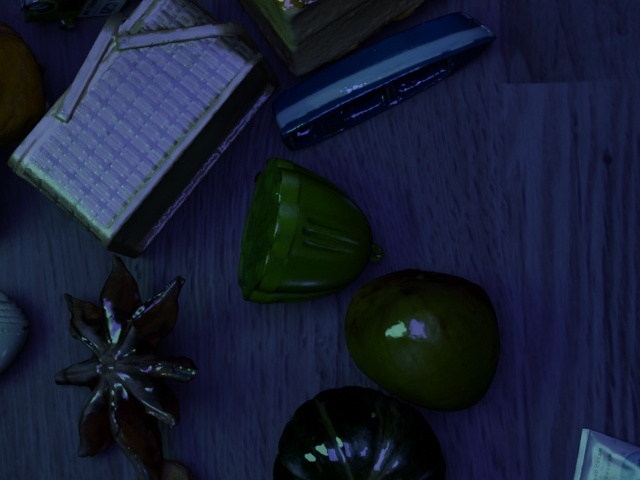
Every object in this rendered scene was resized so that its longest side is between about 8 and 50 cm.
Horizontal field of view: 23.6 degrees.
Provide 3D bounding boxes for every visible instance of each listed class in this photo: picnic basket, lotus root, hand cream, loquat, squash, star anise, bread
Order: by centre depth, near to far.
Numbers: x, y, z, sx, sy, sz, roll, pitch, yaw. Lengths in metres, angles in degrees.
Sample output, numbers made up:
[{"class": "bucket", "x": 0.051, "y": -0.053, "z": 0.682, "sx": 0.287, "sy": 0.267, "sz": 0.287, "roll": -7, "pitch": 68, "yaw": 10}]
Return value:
[{"class": "loquat", "x": -0.427, "y": -0.181, "z": 1.807, "sx": 0.187, "sy": 0.234, "sz": 0.176, "roll": 52, "pitch": 129, "yaw": 32}, {"class": "squash", "x": 0.045, "y": 0.278, "z": 1.829, "sx": 0.218, "sy": 0.172, "sz": 0.218, "roll": 3, "pitch": 116, "yaw": 6}, {"class": "hand cream", "x": 0.381, "y": 0.284, "z": 1.866, "sx": 0.142, "sy": 0.053, "sz": 0.084, "roll": 11, "pitch": 85, "yaw": 17}, {"class": "star anise", "x": -0.234, "y": 0.158, "z": 1.875, "sx": 0.288, "sy": 0.088, "sz": 0.288, "roll": -4, "pitch": 84, "yaw": 46}, {"class": "bread", "x": 0.000, "y": -0.395, "z": 1.880, "sx": 0.279, "sy": 0.207, "sz": 0.279, "roll": -36, "pitch": 71, "yaw": -7}, {"class": "picnic basket", "x": -0.213, "y": -0.154, "z": 1.889, "sx": 0.175, "sy": 0.228, "sz": 0.313, "roll": 39, "pitch": 89, "yaw": 6}, {"class": "lotus root", "x": 0.000, "y": 0.000, "z": 1.891, "sx": 0.186, "sy": 0.186, "sz": 0.186, "roll": -1, "pitch": 83, "yaw": 6}]

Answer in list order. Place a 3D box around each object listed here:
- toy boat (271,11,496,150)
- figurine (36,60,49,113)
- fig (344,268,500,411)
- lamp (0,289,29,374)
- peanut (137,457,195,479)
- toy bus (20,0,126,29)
[{"class": "toy boat", "x": 0.078, "y": -0.208, "z": 1.933, "sx": 0.299, "sy": 0.096, "sz": 0.061, "roll": -26, "pitch": 73, "yaw": 1}, {"class": "figurine", "x": -0.483, "y": -0.313, "z": 1.944, "sx": 0.274, "sy": 0.226, "sz": 0.394, "roll": -38, "pitch": 91, "yaw": 35}, {"class": "fig", "x": 0.130, "y": 0.121, "z": 1.852, "sx": 0.181, "sy": 0.181, "sz": 0.191, "roll": -33, "pitch": 102, "yaw": 1}, {"class": "lamp", "x": -0.437, "y": 0.153, "z": 1.943, "sx": 0.106, "sy": 0.106, "sz": 0.193, "roll": 20, "pitch": 96, "yaw": 8}, {"class": "peanut", "x": -0.189, "y": 0.382, "z": 1.889, "sx": 0.108, "sy": 0.095, "sz": 0.226, "roll": -2, "pitch": 79, "yaw": -10}, {"class": "toy bus", "x": -0.291, "y": -0.356, "z": 1.880, "sx": 0.139, "sy": 0.302, "sz": 0.113, "roll": -6, "pitch": 82, "yaw": -21}]
